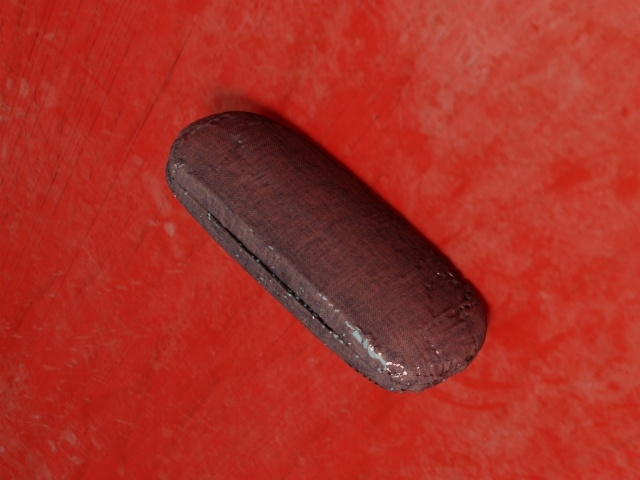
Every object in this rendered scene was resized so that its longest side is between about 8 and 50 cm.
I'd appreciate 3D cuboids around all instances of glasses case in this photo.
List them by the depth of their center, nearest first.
[{"bbox_3d":[0.000,0.000,0.843,0.282,0.109,0.067,41,138,25],"label":"glasses case"}]
